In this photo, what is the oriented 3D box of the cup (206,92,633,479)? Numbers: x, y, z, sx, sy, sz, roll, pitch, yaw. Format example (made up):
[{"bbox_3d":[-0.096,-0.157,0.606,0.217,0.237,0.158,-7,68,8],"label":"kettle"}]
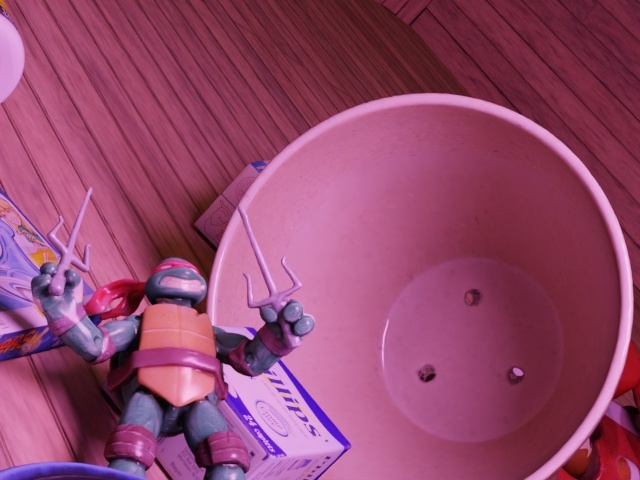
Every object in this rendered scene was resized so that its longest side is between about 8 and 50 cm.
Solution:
[{"bbox_3d":[0.101,0.072,1.252,0.331,0.331,0.237,49,4,21],"label":"cup"}]

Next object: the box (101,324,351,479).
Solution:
[{"bbox_3d":[-0.064,0.126,1.087,0.126,0.072,0.137,49,15,19],"label":"box"}]

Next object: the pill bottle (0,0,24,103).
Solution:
[{"bbox_3d":[-0.312,-0.189,1.254,0.103,0.103,0.184,30,20,-41],"label":"pill bottle"}]

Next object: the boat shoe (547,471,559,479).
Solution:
[{"bbox_3d":[0.187,0.237,1.396,0.257,0.095,0.095,39,15,-15],"label":"boat shoe"}]

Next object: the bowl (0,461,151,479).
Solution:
[{"bbox_3d":[-0.053,0.261,0.704,0.391,0.077,0.391,39,17,-14],"label":"bowl"}]

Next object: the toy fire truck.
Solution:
[{"bbox_3d":[0.289,0.233,1.596,0.302,0.169,0.254,34,35,-28],"label":"toy fire truck"}]

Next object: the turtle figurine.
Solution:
[{"bbox_3d":[-0.090,0.075,0.967,0.118,0.175,0.234,92,-7,-56],"label":"turtle figurine"}]

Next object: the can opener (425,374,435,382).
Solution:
[{"bbox_3d":[0.051,0.119,1.458,0.280,0.074,0.093,24,58,-48],"label":"can opener"}]

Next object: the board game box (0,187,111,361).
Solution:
[{"bbox_3d":[-0.235,0.019,1.009,0.136,0.035,0.201,46,15,10],"label":"board game box"}]

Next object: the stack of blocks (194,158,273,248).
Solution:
[{"bbox_3d":[0.000,0.000,1.584,0.171,0.087,0.297,45,14,6],"label":"stack of blocks"}]
